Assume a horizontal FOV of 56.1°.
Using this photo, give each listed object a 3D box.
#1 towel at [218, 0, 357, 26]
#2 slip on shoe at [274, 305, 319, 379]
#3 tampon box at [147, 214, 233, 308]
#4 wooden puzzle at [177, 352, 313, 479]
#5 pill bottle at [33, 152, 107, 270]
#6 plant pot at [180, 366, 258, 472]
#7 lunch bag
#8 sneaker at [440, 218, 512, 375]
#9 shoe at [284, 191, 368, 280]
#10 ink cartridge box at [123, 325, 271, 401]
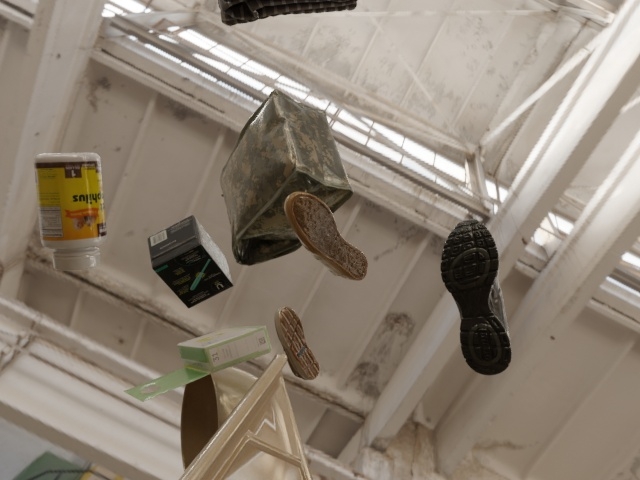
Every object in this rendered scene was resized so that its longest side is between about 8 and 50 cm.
[{"bbox_3d":[-0.066,-0.480,0.949,0.235,0.121,0.284,-6,-105,-11],"label":"towel"},{"bbox_3d":[-0.047,0.171,0.994,0.041,0.051,0.135,-11,-67,43],"label":"slip on shoe"},{"bbox_3d":[-0.288,0.049,1.336,0.120,0.101,0.161,-26,-44,2],"label":"tampon box"},{"bbox_3d":[-0.059,0.246,0.499,0.044,0.221,0.239,-4,-74,20],"label":"wooden puzzle"},{"bbox_3d":[-0.468,-0.056,1.133,0.117,0.117,0.215,0,-81,11],"label":"pill bottle"},{"bbox_3d":[-0.184,0.414,1.349,0.191,0.284,0.284,5,-61,-28],"label":"plant pot"},{"bbox_3d":[-0.095,-0.112,1.231,0.169,0.235,0.287,17,-47,-38],"label":"lunch bag"},{"bbox_3d":[0.295,0.103,1.134,0.109,0.130,0.286,-7,-95,20],"label":"sneaker"},{"bbox_3d":[0.000,0.000,0.988,0.058,0.077,0.219,2,-34,42],"label":"shoe"},{"bbox_3d":[-0.226,0.212,1.072,0.171,0.235,0.056,-15,-91,61],"label":"ink cartridge box"}]
